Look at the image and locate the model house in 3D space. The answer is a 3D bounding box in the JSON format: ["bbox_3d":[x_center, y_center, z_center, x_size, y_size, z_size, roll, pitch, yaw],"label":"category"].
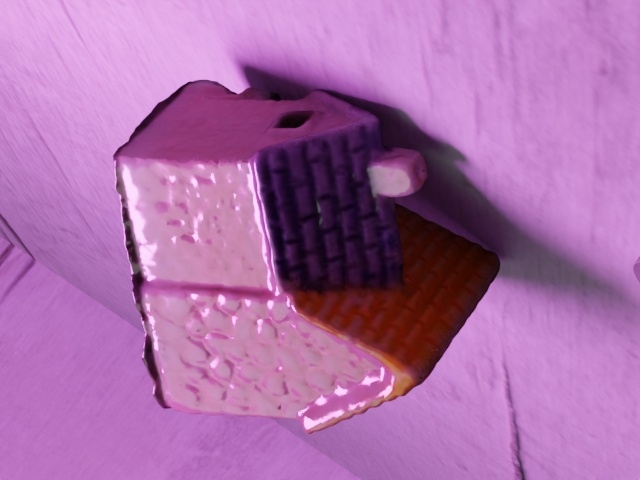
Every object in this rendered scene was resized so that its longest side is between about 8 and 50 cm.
[{"bbox_3d":[0.000,0.000,1.401,0.237,0.202,0.237,3,114,26],"label":"model house"}]

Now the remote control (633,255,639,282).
[{"bbox_3d":[0.308,0.075,1.172,0.245,0.022,0.077,34,168,15],"label":"remote control"}]
